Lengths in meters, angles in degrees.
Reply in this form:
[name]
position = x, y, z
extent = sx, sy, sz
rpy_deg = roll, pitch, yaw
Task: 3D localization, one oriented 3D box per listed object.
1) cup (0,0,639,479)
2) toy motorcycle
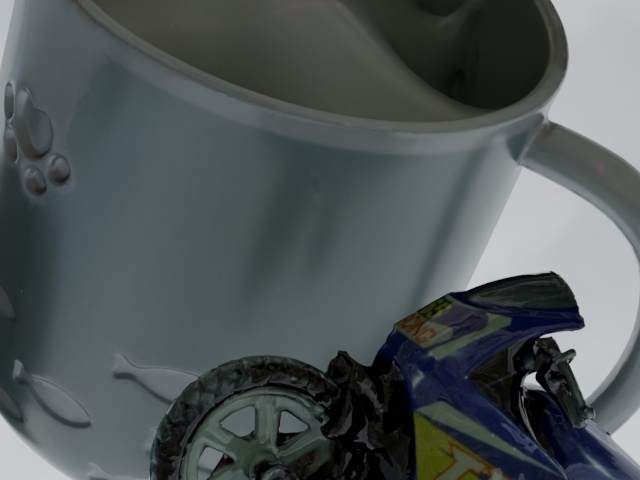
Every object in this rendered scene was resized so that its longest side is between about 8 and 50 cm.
[cup]
position = 0.000, 0.000, 0.865
extent = 0.356, 0.275, 0.259
rpy_deg = 28, -144, 9
[toy motorcycle]
position = 0.090, 0.121, 0.670
extent = 0.169, 0.315, 0.113
rpy_deg = -52, -163, -3
